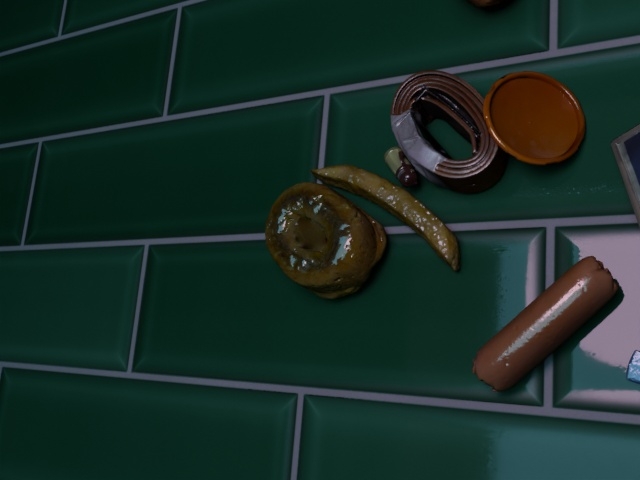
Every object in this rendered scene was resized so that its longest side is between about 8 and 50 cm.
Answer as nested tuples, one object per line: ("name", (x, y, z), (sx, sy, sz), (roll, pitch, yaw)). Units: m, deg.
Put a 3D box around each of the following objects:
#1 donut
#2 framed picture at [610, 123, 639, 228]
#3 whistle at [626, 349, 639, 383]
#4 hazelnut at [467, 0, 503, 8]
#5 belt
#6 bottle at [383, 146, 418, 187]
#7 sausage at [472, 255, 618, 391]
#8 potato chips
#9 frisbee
("donut", (0.000, 0.000, 1.430), (0.261, 0.128, 0.209), (33, 96, 35))
("framed picture", (0.597, -0.148, 1.098), (0.260, 0.023, 0.189), (-37, 46, 43))
("whistle", (0.550, 0.214, 1.066), (0.157, 0.090, 0.090), (16, 86, 33))
("hazelnut", (0.327, -0.545, 1.365), (0.182, 0.182, 0.182), (-9, 73, 29))
("belt", (0.246, -0.208, 1.353), (0.184, 0.105, 0.261), (-47, 62, 10))
("bottle", (0.167, -0.144, 1.402), (0.047, 0.063, 0.101), (-42, 43, 17))
("sausage", (0.380, 0.146, 1.188), (0.289, 0.086, 0.086), (-45, 59, 12))
("potato chips", (0.133, -0.077, 1.411), (0.407, 0.057, 0.080), (36, 91, 33))
("frisbee", (0.386, -0.220, 1.266), (0.191, 0.035, 0.192), (2, 69, -6))
